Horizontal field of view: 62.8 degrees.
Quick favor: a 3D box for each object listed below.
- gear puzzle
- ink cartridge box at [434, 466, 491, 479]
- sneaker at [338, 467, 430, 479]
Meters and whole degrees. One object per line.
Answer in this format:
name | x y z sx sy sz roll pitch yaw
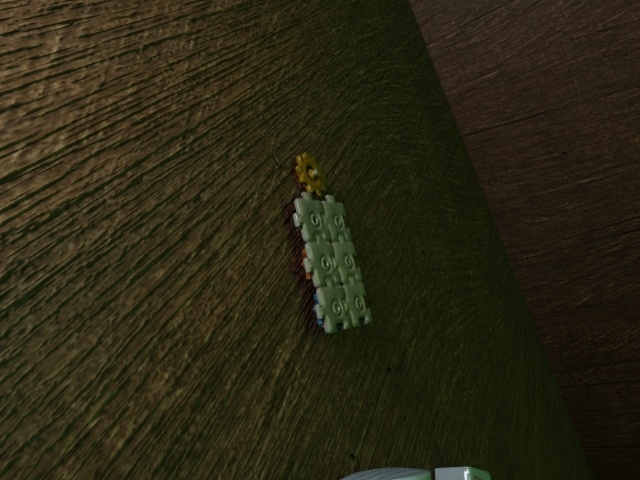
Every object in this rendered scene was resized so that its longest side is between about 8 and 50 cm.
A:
gear puzzle | 0.000 0.000 0.953 0.175 0.044 0.339 -1 74 -57
ink cartridge box | 0.321 0.612 1.148 0.148 0.086 0.203 38 45 -46
sneaker | 0.084 0.462 0.823 0.292 0.108 0.169 9 70 -47
